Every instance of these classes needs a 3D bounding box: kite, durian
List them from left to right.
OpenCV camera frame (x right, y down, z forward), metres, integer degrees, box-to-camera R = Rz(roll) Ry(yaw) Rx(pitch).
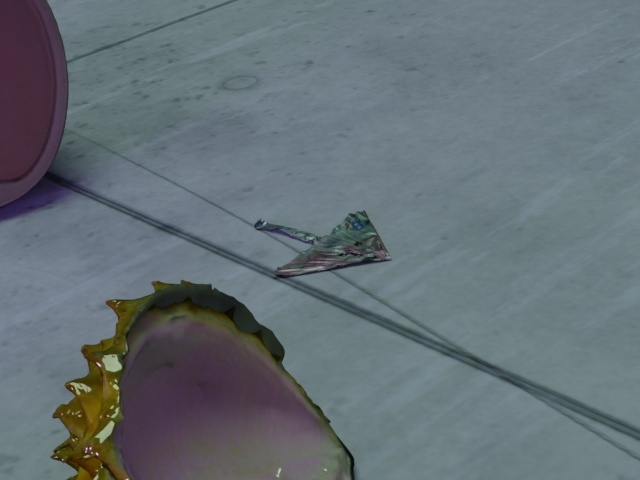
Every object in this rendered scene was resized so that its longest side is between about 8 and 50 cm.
[{"bbox_3d":[-0.083,0.127,0.702,0.186,0.195,0.305,-3,29,24],"label":"durian"},{"bbox_3d":[0.000,0.000,1.115,0.157,0.011,0.139,15,33,37],"label":"kite"}]

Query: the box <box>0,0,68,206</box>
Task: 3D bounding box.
[{"bbox_3d":[-0.423,-0.173,1.286,0.301,0.300,0.216,-16,17,-15],"label":"box"}]
